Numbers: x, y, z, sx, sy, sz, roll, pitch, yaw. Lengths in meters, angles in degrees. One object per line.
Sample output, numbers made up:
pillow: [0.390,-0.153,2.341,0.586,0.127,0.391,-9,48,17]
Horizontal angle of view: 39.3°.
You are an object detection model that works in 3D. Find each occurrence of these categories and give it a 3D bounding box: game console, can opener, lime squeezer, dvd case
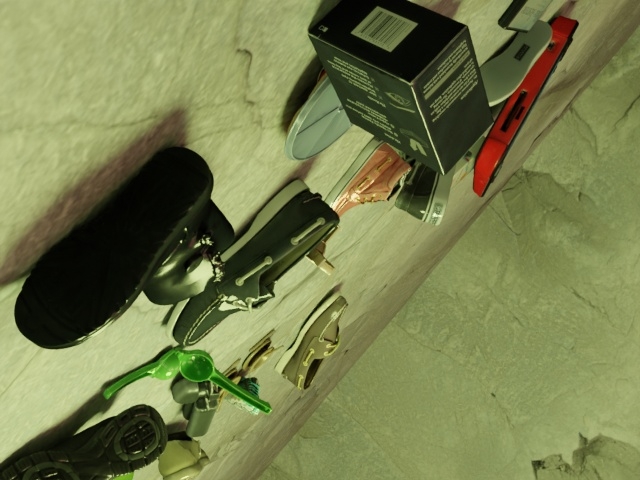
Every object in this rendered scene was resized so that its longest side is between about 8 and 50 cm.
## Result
game console: [0.454,-0.290,2.013,0.386,0.060,0.342,-60,167,-3]
can opener: [-0.236,0.295,1.681,0.093,0.074,0.280,-7,152,-15]
lime squeezer: [-0.219,0.218,1.411,0.310,0.109,0.059,16,138,-43]
dvd case: [0.417,-0.476,1.578,0.253,0.022,0.180,-53,167,24]

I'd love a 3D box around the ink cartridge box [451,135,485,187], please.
ink cartridge box: [0.294,-0.164,2.026,0.181,0.061,0.104,-41,165,-28]

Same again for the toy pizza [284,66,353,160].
toy pizza: [0.021,-0.182,1.123,0.201,0.032,0.201,-44,168,-12]

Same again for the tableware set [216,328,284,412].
tableware set: [-0.163,0.285,1.923,0.194,0.039,0.128,-39,165,-35]

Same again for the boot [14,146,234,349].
boot: [-0.187,0.036,0.941,0.246,0.094,0.207,-50,165,-16]

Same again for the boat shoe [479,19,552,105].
boat shoe: [0.363,-0.331,1.735,0.228,0.080,0.076,-52,168,-17]

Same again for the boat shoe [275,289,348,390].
boat shoe: [-0.005,0.252,2.218,0.117,0.097,0.324,-32,160,-50]

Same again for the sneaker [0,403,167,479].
sneaker: [-0.356,0.331,1.273,0.286,0.109,0.130,-20,177,-42]

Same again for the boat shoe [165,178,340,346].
boat shoe: [-0.098,0.049,1.292,0.302,0.091,0.114,-49,167,6]

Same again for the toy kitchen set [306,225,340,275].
toy kitchen set: [0.000,0.000,1.544,0.075,0.083,0.068,-49,126,5]

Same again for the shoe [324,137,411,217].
shoe: [0.075,-0.081,1.498,0.178,0.081,0.063,-53,166,24]

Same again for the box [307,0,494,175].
box: [0.090,-0.176,0.978,0.093,0.156,0.158,-46,144,-12]

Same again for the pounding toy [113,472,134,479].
pounding toy: [-0.360,0.436,1.557,0.183,0.110,0.237,-33,162,-49]

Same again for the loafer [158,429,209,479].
loafer: [-0.288,0.438,1.851,0.102,0.092,0.268,-17,177,-10]

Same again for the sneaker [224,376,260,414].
sneaker: [-0.161,0.334,1.978,0.076,0.065,0.166,-56,-161,-15]

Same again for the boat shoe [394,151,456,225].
boat shoe: [0.192,-0.137,1.667,0.306,0.105,0.113,-70,177,-49]
